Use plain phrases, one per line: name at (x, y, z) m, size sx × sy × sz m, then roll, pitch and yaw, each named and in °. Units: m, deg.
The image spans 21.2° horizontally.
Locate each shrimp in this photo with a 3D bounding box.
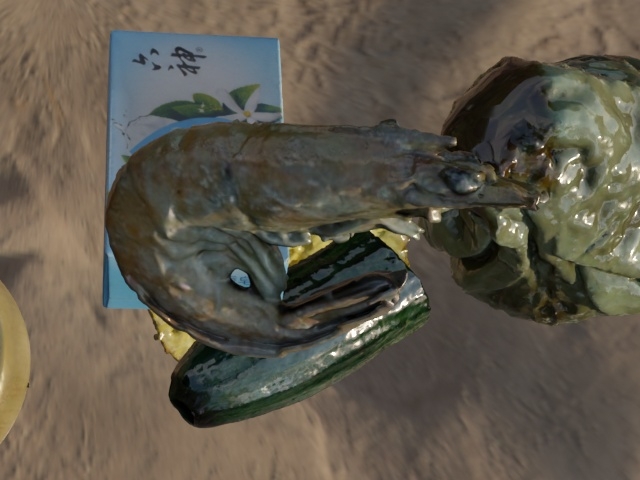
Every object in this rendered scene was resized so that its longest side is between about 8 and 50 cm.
shrimp at (0.000, 0.000, 0.829) m, size 0.223 × 0.047 × 0.126 m, roll -1°, pitch 114°, yaw 19°

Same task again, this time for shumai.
shumai at (0.240, -0.056, 1.708) m, size 0.304 × 0.263 × 0.309 m, roll 41°, pitch 98°, yaw 17°

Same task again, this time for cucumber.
cucumber at (-0.015, 0.087, 1.437) m, size 0.244 × 0.063 × 0.115 m, roll -31°, pitch 115°, yaw -26°

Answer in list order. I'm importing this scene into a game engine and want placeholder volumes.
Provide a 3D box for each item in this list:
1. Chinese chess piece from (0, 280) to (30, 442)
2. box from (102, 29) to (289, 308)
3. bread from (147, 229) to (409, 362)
Chinese chess piece at (-0.413, 0.125, 1.708) m, size 0.250 × 0.097 × 0.251 m, roll -2°, pitch 74°, yaw 8°
box at (-0.103, -0.058, 1.386) m, size 0.142 × 0.083 × 0.232 m, roll 2°, pitch 57°, yaw -7°
bread at (-0.056, -0.001, 1.619) m, size 0.260 × 0.147 × 0.160 m, roll -23°, pitch 127°, yaw -8°
